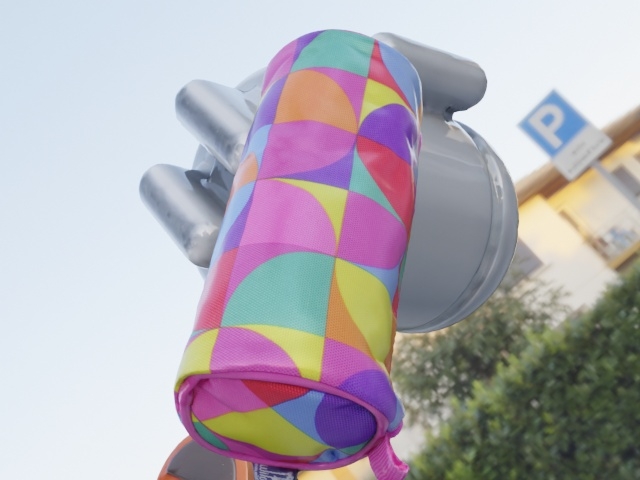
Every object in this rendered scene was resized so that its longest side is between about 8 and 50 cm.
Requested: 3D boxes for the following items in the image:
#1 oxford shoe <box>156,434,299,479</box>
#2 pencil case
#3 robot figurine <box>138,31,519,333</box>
[{"bbox_3d":[-0.078,0.331,0.607,0.132,0.130,0.364,39,-123,-44],"label":"oxford shoe"},{"bbox_3d":[0.000,0.000,0.407,0.104,0.104,0.236,118,165,-50],"label":"pencil case"},{"bbox_3d":[0.031,-0.027,0.701,0.353,0.200,0.300,13,-64,-43],"label":"robot figurine"}]
